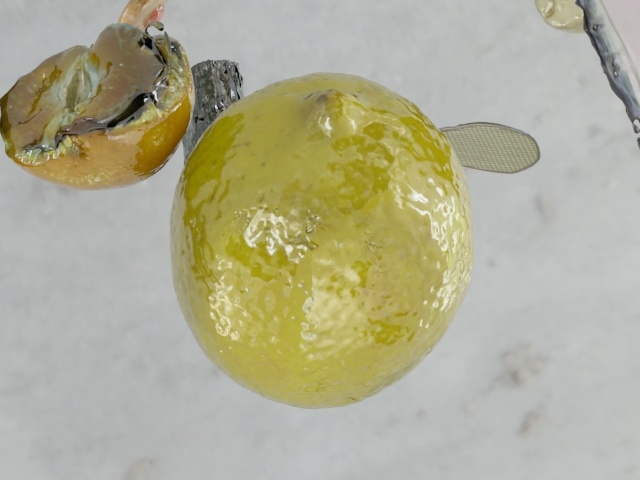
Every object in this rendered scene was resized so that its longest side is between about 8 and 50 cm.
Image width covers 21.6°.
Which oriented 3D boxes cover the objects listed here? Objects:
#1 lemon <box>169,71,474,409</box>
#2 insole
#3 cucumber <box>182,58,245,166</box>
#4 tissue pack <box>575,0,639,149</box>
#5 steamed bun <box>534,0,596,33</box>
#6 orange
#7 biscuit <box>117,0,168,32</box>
[{"bbox_3d":[-0.001,0.001,1.320,0.267,0.267,0.267,-19,142,-15],"label":"lemon"},{"bbox_3d":[0.181,-0.122,2.197,0.005,0.253,0.086,-50,129,-33],"label":"insole"},{"bbox_3d":[-0.096,-0.032,1.700,0.072,0.304,0.081,-6,169,-9],"label":"cucumber"},{"bbox_3d":[0.374,-0.264,1.430,0.361,0.122,0.259,-42,117,-28],"label":"tissue pack"},{"bbox_3d":[0.364,-0.338,1.883,0.295,0.292,0.137,-11,180,43],"label":"steamed bun"},{"bbox_3d":[-0.167,-0.098,1.316,0.160,0.170,0.112,-39,114,0],"label":"orange"},{"bbox_3d":[-0.198,-0.300,2.042,0.250,0.036,0.165,-56,-178,21],"label":"biscuit"}]
